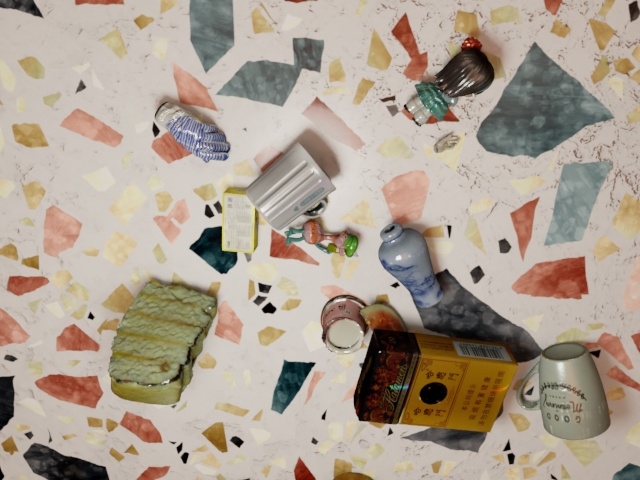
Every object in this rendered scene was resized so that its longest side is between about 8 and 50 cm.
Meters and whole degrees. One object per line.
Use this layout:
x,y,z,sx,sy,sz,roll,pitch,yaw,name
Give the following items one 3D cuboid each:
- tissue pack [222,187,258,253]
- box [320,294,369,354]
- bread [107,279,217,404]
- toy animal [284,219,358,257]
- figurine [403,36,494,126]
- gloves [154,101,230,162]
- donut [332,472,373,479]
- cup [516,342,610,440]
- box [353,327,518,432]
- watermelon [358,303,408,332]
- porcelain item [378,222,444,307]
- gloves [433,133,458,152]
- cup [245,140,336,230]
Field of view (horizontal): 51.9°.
-0.229,-0.058,1.890,0.095,0.062,0.176,5,111,6,tissue pack
0.070,0.255,1.934,0.151,0.135,0.151,2,111,6,box
-0.465,0.334,1.893,0.239,0.395,0.264,16,130,-1,bread
0.000,0.000,1.874,0.208,0.100,0.103,8,139,-11,toy animal
0.328,-0.401,1.693,0.245,0.110,0.138,-34,85,22,figurine
-0.351,-0.291,1.811,0.229,0.097,0.119,29,140,-10,gloves
0.107,0.875,2.162,0.226,0.114,0.227,2,109,5,donut
0.696,0.433,1.932,0.258,0.186,0.234,-8,102,37,cup
0.321,0.406,1.892,0.415,0.116,0.265,8,118,-10,box
0.198,0.267,1.933,0.063,0.119,0.245,-26,113,28,watermelon
0.256,0.067,1.853,0.141,0.141,0.259,-29,113,14,porcelain item
0.333,-0.261,1.774,0.080,0.037,0.044,-13,134,-1,gloves
-0.067,-0.123,1.777,0.202,0.167,0.221,-39,110,3,cup
